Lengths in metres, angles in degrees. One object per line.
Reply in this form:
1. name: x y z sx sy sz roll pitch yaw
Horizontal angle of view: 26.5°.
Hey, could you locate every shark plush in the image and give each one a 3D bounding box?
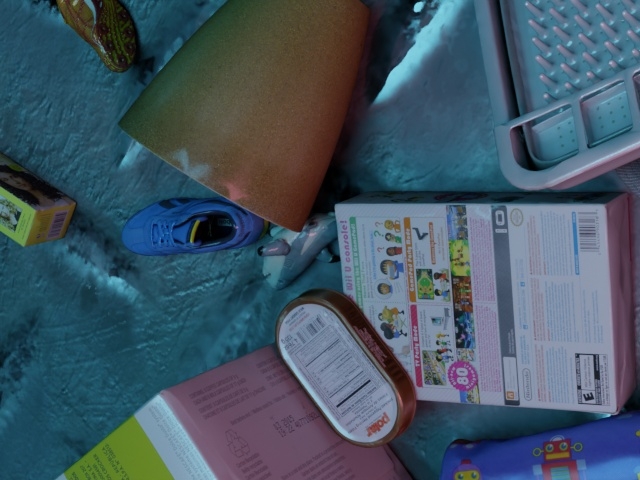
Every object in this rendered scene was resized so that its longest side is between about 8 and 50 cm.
1. shark plush: 0.000 0.000 1.598 0.161 0.073 0.067 -28 104 7

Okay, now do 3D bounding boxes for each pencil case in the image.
1. pencil case: 0.275 0.248 1.435 0.306 0.133 0.119 -15 67 26

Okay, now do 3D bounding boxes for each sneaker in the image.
1. sneaker: -0.167 -0.016 1.648 0.209 0.082 0.069 -6 96 29
2. sneaker: -0.284 -0.278 1.694 0.067 0.064 0.175 -44 71 45

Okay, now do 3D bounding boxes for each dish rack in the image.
1. dish rack: 0.295 -0.213 1.323 0.285 0.072 0.333 -26 52 29

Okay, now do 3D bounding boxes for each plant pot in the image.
1. plant pot: -0.060 -0.176 1.512 0.237 0.237 0.254 32 94 20

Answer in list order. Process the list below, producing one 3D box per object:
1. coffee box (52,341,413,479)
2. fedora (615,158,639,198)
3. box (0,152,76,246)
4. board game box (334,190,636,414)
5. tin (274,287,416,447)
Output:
1. coffee box: -0.105 0.353 1.518 0.334 0.337 0.338 -40 79 25
2. fedora: 0.426 -0.105 1.289 0.275 0.124 0.244 2 68 42
3. box: -0.436 -0.077 1.774 0.232 0.087 0.058 30 111 19
4. board game box: 0.176 0.060 1.463 0.303 0.097 0.224 1 103 26
5. tin: 0.025 0.141 1.489 0.106 0.040 0.190 -43 81 34
